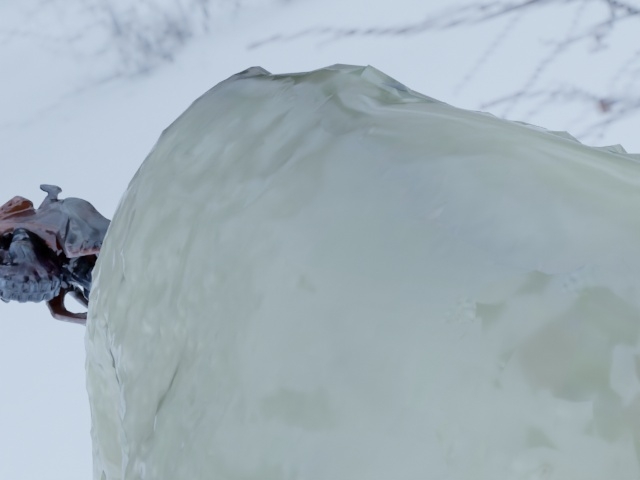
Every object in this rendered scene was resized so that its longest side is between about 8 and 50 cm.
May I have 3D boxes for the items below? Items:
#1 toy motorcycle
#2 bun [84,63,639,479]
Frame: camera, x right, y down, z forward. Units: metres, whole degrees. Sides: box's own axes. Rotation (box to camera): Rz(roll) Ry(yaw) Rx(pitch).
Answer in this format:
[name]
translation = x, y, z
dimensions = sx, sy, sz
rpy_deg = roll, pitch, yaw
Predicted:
[toy motorcycle]
translation = -0.166, 0.011, 1.313
dimensions = 0.212, 0.084, 0.118
rpy_deg = 2, 22, -34
[bun]
translation = 0.083, 0.082, 0.540
dimensions = 0.359, 0.211, 0.360
rpy_deg = 17, 0, 0
